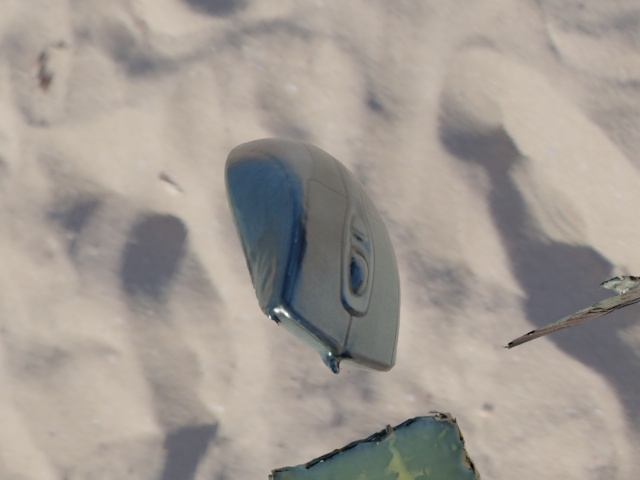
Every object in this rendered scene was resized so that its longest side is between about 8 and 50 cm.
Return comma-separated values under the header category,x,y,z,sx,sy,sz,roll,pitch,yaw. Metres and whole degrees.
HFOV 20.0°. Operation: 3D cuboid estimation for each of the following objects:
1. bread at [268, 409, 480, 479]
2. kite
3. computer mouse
category,x,y,z,sx,sy,sz,roll,pitch,yaw
bread,0.086,0.362,1.753,0.248,0.279,0.315,-20,39,-19
kite,0.325,0.045,1.782,0.335,0.314,0.011,-27,78,26
computer mouse,0.000,0.000,2.010,0.122,0.188,0.371,-44,37,24
